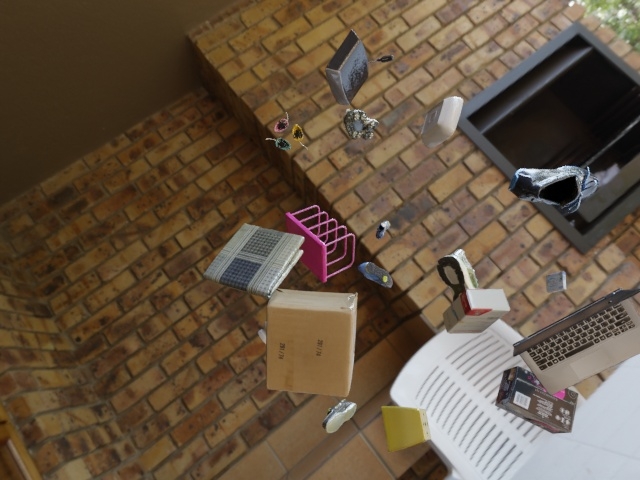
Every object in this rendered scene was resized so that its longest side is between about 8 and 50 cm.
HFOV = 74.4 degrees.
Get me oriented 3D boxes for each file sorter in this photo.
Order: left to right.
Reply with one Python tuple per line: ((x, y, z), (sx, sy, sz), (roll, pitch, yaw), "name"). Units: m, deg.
((0.000, 0.000, 1.878), (0.182, 0.290, 0.202), (-24, -46, -26), "file sorter")

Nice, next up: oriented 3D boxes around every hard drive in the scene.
((0.100, -0.583, 1.464), (0.172, 0.054, 0.254), (-56, -15, 0), "hard drive")

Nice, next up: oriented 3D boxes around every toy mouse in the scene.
((-0.139, -0.402, 1.614), (0.143, 0.161, 0.031), (-17, 1, 4), "toy mouse")

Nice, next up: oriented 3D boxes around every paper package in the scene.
((-0.032, 0.348, 1.474), (0.168, 0.309, 0.325), (-59, -29, -73), "paper package")

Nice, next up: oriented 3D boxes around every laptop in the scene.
((0.834, 0.337, 1.308), (0.382, 0.408, 0.236), (-35, 15, 17), "laptop")

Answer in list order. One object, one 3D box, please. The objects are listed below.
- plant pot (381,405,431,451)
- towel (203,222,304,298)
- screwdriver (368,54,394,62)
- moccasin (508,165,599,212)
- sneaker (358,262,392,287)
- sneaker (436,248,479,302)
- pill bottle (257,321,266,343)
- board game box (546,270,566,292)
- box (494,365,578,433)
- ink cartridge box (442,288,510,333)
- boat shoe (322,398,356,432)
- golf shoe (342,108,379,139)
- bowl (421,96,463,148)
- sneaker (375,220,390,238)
((0.448, 0.950, 2.156), (0.187, 0.212, 0.212), (-17, -27, 20), "plant pot")
((-0.254, 0.073, 1.672), (0.324, 0.312, 0.056), (-58, -30, -37), "towel")
((0.210, -0.705, 1.654), (0.024, 0.170, 0.025), (-63, -38, -24), "screwdriver")
((0.719, -0.144, 1.266), (0.342, 0.117, 0.138), (-8, -58, -22), "moccasin")
((0.281, 0.177, 2.162), (0.082, 0.209, 0.069), (-18, 44, 52), "sneaker")
((0.716, 0.218, 2.024), (0.158, 0.410, 0.182), (-9, 22, 49), "sneaker")
((-0.184, 0.380, 1.877), (0.184, 0.103, 0.103), (-38, -12, -5), "pill bottle")
((1.130, 0.201, 2.025), (0.090, 0.020, 0.090), (-32, 39, 57), "board game box")
((0.853, 0.636, 1.678), (0.142, 0.247, 0.163), (92, -156, -64), "box")
((0.477, 0.222, 1.311), (0.127, 0.072, 0.175), (2, -35, -12), "ink cartridge box")
((0.067, 0.735, 1.775), (0.227, 0.068, 0.081), (-2, -73, -56), "boat shoe")
((0.127, -0.456, 1.636), (0.105, 0.120, 0.273), (-61, -17, 15), "golf shoe")
((0.363, -0.365, 1.289), (0.142, 0.053, 0.142), (-22, 46, 68), "bowl")
((0.366, -0.061, 2.563), (0.059, 0.053, 0.144), (-19, -32, -37), "sneaker")
